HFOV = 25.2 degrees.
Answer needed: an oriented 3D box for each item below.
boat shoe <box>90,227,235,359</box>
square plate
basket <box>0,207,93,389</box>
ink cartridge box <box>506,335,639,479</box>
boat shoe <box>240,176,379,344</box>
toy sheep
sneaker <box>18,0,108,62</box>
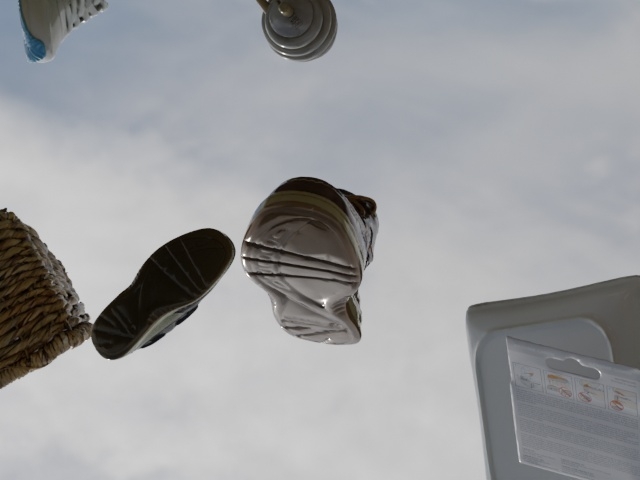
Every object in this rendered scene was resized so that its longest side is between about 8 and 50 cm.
[{"bbox_3d":[-0.127,0.042,1.188,0.056,0.152,0.049,56,-162,10],"label":"boat shoe"},{"bbox_3d":[0.338,0.243,2.029,0.049,0.347,0.344,-2,172,-39],"label":"square plate"},{"bbox_3d":[-0.421,0.152,1.734,0.299,0.213,0.223,-32,-120,-4],"label":"basket"},{"bbox_3d":[0.330,0.209,1.791,0.181,0.224,0.056,12,-139,29],"label":"ink cartridge box"},{"bbox_3d":[0.000,0.000,1.459,0.123,0.342,0.123,9,-112,11],"label":"boat shoe"},{"bbox_3d":[-0.025,-0.236,1.541,0.091,0.091,0.132,16,-178,19],"label":"toy sheep"},{"bbox_3d":[-0.295,-0.285,1.650,0.092,0.087,0.228,3,-138,0],"label":"sneaker"}]
